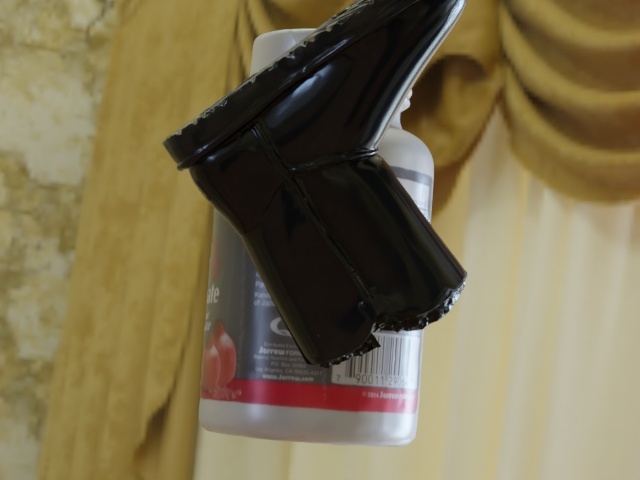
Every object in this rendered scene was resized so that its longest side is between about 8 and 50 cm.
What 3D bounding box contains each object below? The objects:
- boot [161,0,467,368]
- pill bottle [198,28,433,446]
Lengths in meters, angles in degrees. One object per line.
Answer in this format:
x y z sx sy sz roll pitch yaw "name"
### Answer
0.043 -0.050 1.028 0.246 0.207 0.094 -35 9 9 "boot"
0.000 0.000 1.203 0.176 0.319 0.176 4 -5 0 "pill bottle"
